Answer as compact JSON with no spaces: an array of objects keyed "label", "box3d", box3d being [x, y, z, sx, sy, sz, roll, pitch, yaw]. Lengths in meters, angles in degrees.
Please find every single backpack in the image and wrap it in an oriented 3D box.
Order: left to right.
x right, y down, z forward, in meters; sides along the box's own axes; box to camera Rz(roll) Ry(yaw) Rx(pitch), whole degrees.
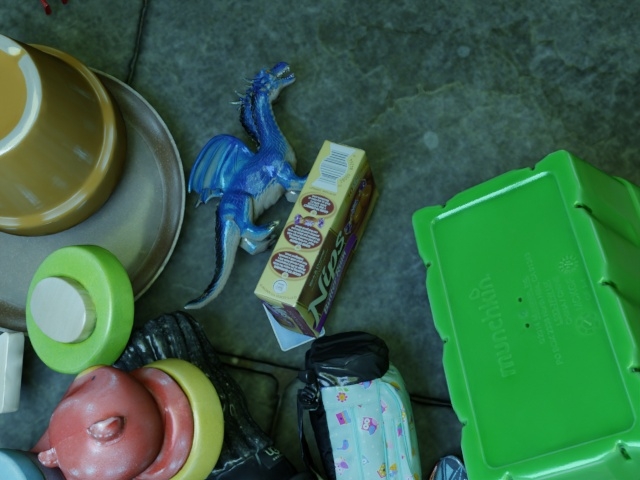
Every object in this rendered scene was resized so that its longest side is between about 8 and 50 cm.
[{"label":"backpack","box3d":[0.043,0.196,0.918,0.115,0.152,0.182,-10,95,10]}]

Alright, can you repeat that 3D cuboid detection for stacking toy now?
[{"label":"stacking toy","box3d":[-0.272,0.161,0.818,0.309,0.130,0.280,-42,66,23]}]

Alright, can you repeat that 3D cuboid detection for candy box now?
[{"label":"candy box","box3d":[0.000,0.000,0.940,0.053,0.109,0.187,16,70,19]}]

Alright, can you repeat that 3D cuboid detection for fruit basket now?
[{"label":"fruit basket","box3d":[0.283,0.125,0.889,0.282,0.392,0.392,-23,83,23]}]

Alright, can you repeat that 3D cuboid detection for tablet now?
[{"label":"tablet","box3d":[-0.034,0.079,0.999,0.054,0.006,0.083,-22,82,-4]}]

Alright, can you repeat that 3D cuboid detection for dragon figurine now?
[{"label":"dragon figurine","box3d":[-0.096,-0.062,0.976,0.144,0.085,0.289,36,79,6]}]

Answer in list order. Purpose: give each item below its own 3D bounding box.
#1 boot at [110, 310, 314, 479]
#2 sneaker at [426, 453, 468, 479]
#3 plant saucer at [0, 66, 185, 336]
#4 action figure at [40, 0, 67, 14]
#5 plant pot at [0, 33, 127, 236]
[{"label":"boot","box3d":[-0.182,0.271,0.904,0.348,0.131,0.260,-47,74,8]},{"label":"sneaker","box3d":[0.244,0.268,0.932,0.261,0.104,0.125,-2,79,-3]},{"label":"plant saucer","box3d":[-0.306,-0.046,0.990,0.310,0.050,0.311,0,82,-2]},{"label":"action figure","box3d":[-0.349,-0.316,1.036,0.038,0.030,0.115,-41,80,-11]},{"label":"plant pot","box3d":[-0.316,-0.118,0.881,0.205,0.188,0.205,0,82,-1]}]
